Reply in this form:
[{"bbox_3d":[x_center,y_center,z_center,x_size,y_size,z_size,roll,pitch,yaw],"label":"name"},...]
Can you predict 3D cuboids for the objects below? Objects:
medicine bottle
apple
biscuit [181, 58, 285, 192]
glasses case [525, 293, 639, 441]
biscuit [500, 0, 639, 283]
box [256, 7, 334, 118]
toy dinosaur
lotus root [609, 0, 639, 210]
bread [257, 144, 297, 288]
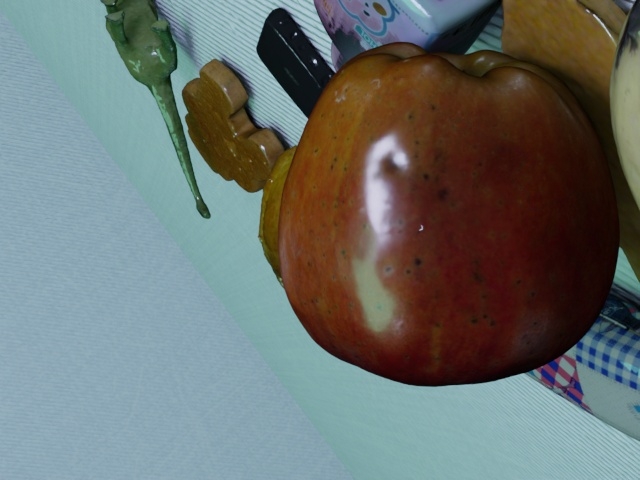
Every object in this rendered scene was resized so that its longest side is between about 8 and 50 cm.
[{"bbox_3d":[0.059,-0.180,0.681,0.119,0.094,0.188,51,165,5],"label":"medicine bottle"},{"bbox_3d":[0.084,-0.014,0.599,0.234,0.234,0.234,48,164,18],"label":"apple"},{"bbox_3d":[-0.137,-0.166,1.395,0.202,0.047,0.334,56,163,-7],"label":"biscuit"},{"bbox_3d":[0.231,0.092,0.825,0.327,0.076,0.125,31,152,52],"label":"glasses case"},{"bbox_3d":[0.233,-0.033,0.591,0.340,0.047,0.216,55,163,6],"label":"biscuit"},{"bbox_3d":[-0.024,-0.194,1.039,0.126,0.027,0.125,52,168,-1],"label":"box"},{"bbox_3d":[-0.263,-0.276,1.409,0.301,0.087,0.447,80,166,-64],"label":"toy dinosaur"},{"bbox_3d":[0.240,-0.013,0.388,0.310,0.182,0.182,56,165,-23],"label":"lotus root"},{"bbox_3d":[-0.004,0.010,1.227,0.260,0.134,0.129,56,164,-11],"label":"bread"}]
